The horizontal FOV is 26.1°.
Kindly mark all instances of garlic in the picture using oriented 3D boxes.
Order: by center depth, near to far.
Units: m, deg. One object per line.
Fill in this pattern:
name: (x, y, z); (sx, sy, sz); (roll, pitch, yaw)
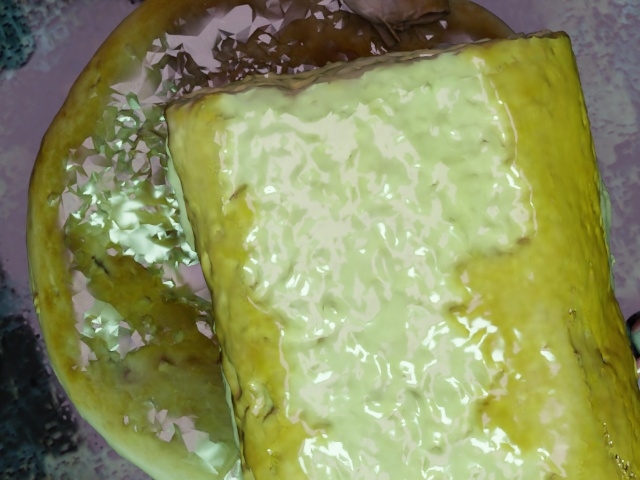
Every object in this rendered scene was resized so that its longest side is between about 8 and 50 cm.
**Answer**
garlic: (0.039, -0.193, 0.843); (0.084, 0.066, 0.152); (8, 76, -34)

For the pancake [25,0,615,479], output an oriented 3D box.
pancake: (0.000, -0.001, 0.872); (0.387, 0.082, 0.387); (0, 87, -1)

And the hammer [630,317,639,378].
hammer: (0.200, 0.084, 0.888); (0.083, 0.031, 0.052); (-34, 84, 13)

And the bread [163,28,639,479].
bread: (0.063, 0.080, 0.756); (0.237, 0.165, 0.375); (-14, 91, -9)
